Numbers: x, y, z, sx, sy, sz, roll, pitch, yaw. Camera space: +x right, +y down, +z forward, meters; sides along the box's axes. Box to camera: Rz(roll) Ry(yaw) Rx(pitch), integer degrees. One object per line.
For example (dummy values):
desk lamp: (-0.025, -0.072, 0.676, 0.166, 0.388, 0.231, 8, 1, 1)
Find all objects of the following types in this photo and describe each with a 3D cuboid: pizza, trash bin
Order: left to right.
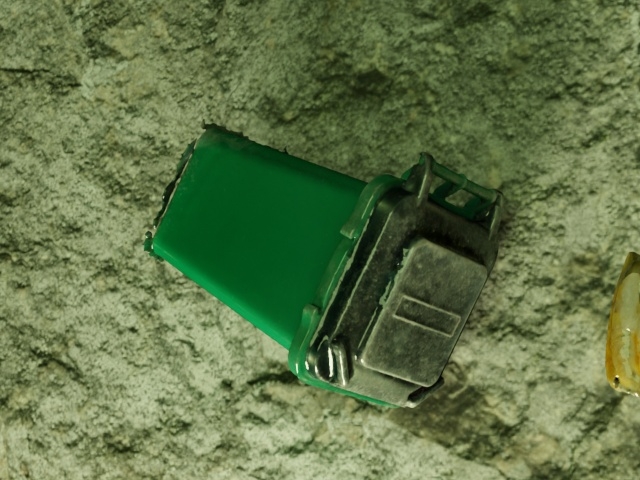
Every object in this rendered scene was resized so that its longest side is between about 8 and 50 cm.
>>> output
trash bin: (0.000, 0.000, 2.048, 0.381, 0.259, 0.295, 27, 93, 38)
pizza: (0.444, 0.115, 1.835, 0.297, 0.071, 0.189, 15, 86, 34)
